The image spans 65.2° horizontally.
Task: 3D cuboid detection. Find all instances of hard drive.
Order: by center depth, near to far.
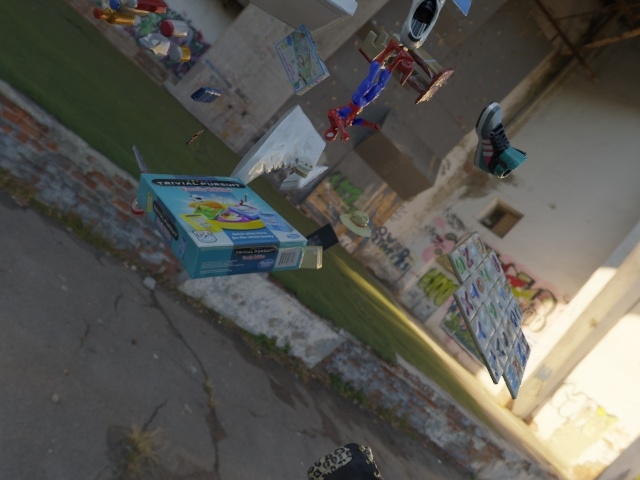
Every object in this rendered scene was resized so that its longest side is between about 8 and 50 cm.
[{"bbox_3d":[-0.065,-0.674,1.407,0.233,0.047,0.353,23,5,-22],"label":"hard drive"},{"bbox_3d":[0.000,0.000,2.002,0.022,0.135,0.094,42,20,-58],"label":"hard drive"}]

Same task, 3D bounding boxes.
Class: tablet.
[{"bbox_3d":[0.370,-0.644,1.331,0.083,0.054,0.006,33,-22,-30],"label":"tablet"}]

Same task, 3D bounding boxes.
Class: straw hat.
[{"bbox_3d":[0.152,-0.082,1.952,0.145,0.061,0.144,24,28,-14],"label":"straw hat"}]

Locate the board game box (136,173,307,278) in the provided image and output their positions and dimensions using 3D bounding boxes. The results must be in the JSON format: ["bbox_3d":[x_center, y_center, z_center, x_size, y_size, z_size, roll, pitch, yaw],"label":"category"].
[{"bbox_3d":[-0.228,-0.046,1.117,0.254,0.079,0.336,-3,32,-39],"label":"board game box"}]

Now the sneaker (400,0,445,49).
[{"bbox_3d":[0.290,-0.630,1.308,0.094,0.257,0.091,17,8,-11],"label":"sneaker"}]

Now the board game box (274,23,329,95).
[{"bbox_3d":[-0.051,-0.489,1.356,0.026,0.104,0.154,-9,74,-62],"label":"board game box"}]

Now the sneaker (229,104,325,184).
[{"bbox_3d":[-0.103,-0.217,1.378,0.169,0.292,0.108,48,-17,-22],"label":"sneaker"}]

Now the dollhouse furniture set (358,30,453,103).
[{"bbox_3d":[0.280,-0.587,1.718,0.201,0.152,0.374,51,39,10],"label":"dollhouse furniture set"}]

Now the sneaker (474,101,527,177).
[{"bbox_3d":[0.635,-0.328,1.746,0.178,0.124,0.295,42,-18,35],"label":"sneaker"}]

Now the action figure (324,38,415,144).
[{"bbox_3d":[0.117,-0.324,1.201,0.092,0.280,0.139,15,40,-47],"label":"action figure"}]

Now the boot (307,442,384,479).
[{"bbox_3d":[0.170,0.630,1.240,0.284,0.378,0.138,-134,-146,-57],"label":"boot"}]

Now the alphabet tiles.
[{"bbox_3d":[0.339,0.131,0.981,0.343,0.011,0.284,-22,88,-59],"label":"alphabet tiles"}]

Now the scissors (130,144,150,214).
[{"bbox_3d":[-0.497,-0.184,1.461,0.021,0.109,0.296,86,-9,-53],"label":"scissors"}]

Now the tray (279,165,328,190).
[{"bbox_3d":[-0.076,-0.247,1.945,0.030,0.145,0.270,56,-14,-16],"label":"tray"}]

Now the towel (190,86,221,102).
[{"bbox_3d":[-0.396,-0.505,1.729,0.029,0.067,0.119,61,18,-1],"label":"towel"}]

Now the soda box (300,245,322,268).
[{"bbox_3d":[-0.089,0.043,1.382,0.182,0.061,0.058,2,3,14],"label":"soda box"}]

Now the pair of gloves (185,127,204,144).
[{"bbox_3d":[-0.463,-0.385,1.844,0.010,0.083,0.074,48,35,-16],"label":"pair of gloves"}]

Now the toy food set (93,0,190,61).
[{"bbox_3d":[-0.422,-0.517,1.199,0.232,0.111,0.105,40,32,12],"label":"toy food set"}]
